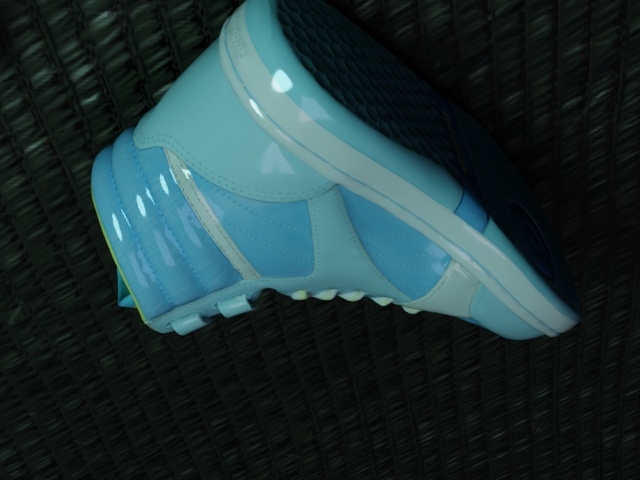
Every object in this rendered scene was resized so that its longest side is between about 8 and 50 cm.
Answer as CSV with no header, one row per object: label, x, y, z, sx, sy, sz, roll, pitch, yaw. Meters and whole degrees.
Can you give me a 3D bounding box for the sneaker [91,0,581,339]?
sneaker,0.000,0.000,0.867,0.208,0.127,0.319,-34,131,23
